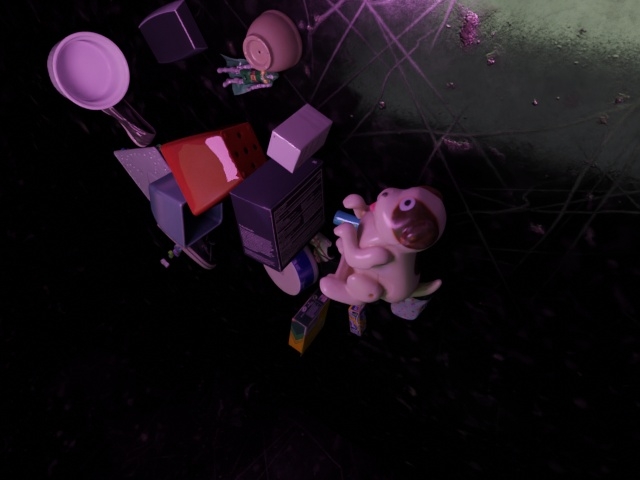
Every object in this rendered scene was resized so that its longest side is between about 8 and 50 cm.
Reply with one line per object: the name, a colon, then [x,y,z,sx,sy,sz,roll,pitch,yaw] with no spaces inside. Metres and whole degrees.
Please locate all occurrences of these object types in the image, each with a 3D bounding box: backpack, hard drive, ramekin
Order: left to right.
ramekin: [-0.903,-0.655,1.762,0.135,0.277,0.277,21,141,41]
hard drive: [-0.499,-0.683,1.515,0.254,0.054,0.172,5,132,41]
backpack: [0.320,0.198,1.628,0.151,0.115,0.182,28,146,15]

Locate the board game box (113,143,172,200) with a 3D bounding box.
board game box: [-0.779,-0.288,2.208,0.389,0.050,0.390,6,136,41]

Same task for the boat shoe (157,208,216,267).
boat shoe: [-0.629,0.000,2.287,0.186,0.156,0.500,36,166,26]

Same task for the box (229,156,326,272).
box: [-0.132,-0.110,1.573,0.182,0.296,0.294,25,141,24]

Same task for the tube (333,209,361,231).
tube: [0.148,-0.047,1.593,0.207,0.052,0.080,22,148,17]

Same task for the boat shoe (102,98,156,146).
boat shoe: [-0.845,-0.558,1.960,0.095,0.112,0.335,-26,115,35]

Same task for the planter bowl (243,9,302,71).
planter bowl: [-0.147,-0.544,1.275,0.162,0.109,0.162,26,142,22]

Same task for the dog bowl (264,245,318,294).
dog bowl: [-0.134,0.094,1.918,0.265,0.104,0.265,34,142,32]

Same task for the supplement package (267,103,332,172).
supplement package: [-0.063,-0.312,1.383,0.105,0.179,0.105,38,146,6]

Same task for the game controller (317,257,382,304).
game controller: [0.113,0.154,1.845,0.319,0.067,0.167,17,124,31]

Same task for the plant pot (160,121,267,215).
plant pot: [-0.345,-0.278,1.617,0.235,0.267,0.268,-16,105,32]

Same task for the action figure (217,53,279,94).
action figure: [-0.220,-0.516,1.422,0.232,0.063,0.137,12,139,35]

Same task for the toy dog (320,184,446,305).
toy dog: [0.216,0.016,1.366,0.395,0.285,0.408,30,137,7]

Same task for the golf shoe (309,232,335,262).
golf shoe: [0.000,0.000,1.781,0.085,0.067,0.186,-13,121,17]

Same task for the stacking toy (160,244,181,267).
stacking toy: [-0.791,0.051,2.509,0.052,0.167,0.221,44,147,-4]

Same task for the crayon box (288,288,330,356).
crayon box: [-0.055,0.391,2.129,0.081,0.202,0.319,31,144,16]

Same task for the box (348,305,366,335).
box: [0.162,0.339,1.985,0.054,0.059,0.169,21,141,26]

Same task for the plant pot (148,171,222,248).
plant pot: [-0.604,-0.165,1.981,0.252,0.247,0.248,27,134,18]
